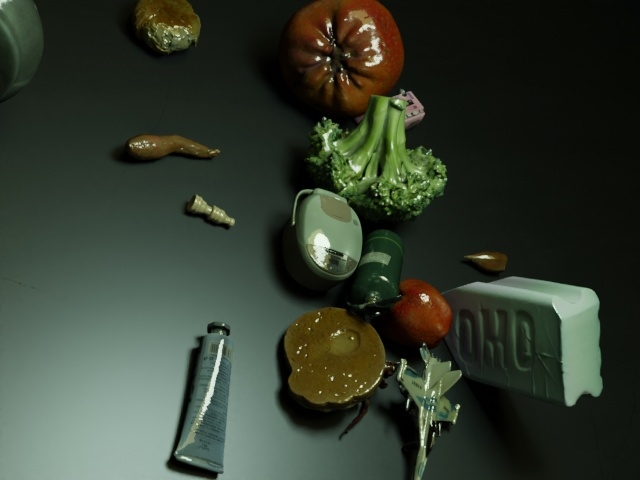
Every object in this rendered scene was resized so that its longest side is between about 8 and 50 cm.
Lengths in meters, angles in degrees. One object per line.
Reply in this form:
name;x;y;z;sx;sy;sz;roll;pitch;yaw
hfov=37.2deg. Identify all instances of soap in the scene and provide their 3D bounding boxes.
soap;0.375;0.180;1.839;0.115;0.347;0.208;-9;100;-33

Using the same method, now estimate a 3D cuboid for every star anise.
star anise;0.074;0.264;1.703;0.097;0.070;0.191;19;41;14

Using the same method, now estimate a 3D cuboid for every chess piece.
chess piece;-0.201;-0.051;1.774;0.092;0.035;0.035;27;44;-22

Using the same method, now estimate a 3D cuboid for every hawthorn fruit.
hawthorn fruit;0.053;-0.416;2.121;0.277;0.277;0.298;38;23;-6
hawthorn fruit;0.190;0.145;1.838;0.138;0.133;0.133;40;42;-7

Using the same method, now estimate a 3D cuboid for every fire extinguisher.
fire extinguisher;0.106;0.076;1.796;0.294;0.118;0.093;-70;141;-66

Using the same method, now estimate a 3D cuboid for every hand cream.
hand cream;-0.179;0.246;1.529;0.088;0.055;0.256;27;46;-28

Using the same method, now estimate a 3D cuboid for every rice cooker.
rice cooker;0.000;0.000;1.818;0.145;0.127;0.206;20;43;-25

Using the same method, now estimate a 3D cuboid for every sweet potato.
sweet potato;-0.284;-0.176;1.803;0.214;0.050;0.050;-4;59;-47
sweet potato;0.368;0.045;2.121;0.117;0.049;0.049;9;51;-27

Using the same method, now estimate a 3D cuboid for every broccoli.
broccoli;0.107;-0.160;1.969;0.288;0.235;0.260;-2;83;-43

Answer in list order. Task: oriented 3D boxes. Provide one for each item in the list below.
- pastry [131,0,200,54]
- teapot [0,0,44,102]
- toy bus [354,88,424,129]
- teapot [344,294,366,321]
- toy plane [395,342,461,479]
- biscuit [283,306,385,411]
pastry;-0.322;-0.452;1.973;0.153;0.081;0.153;18;51;-24
teapot;-0.641;-0.408;1.576;0.376;0.305;0.362;-3;44;-5
toy bus;0.168;-0.296;2.237;0.203;0.063;0.090;-25;74;-47
teapot;0.072;0.154;1.808;0.043;0.043;0.111;13;47;-30
toy plane;0.184;0.321;1.720;0.192;0.088;0.262;42;57;-34
biscuit;0.023;0.211;1.676;0.181;0.049;0.208;-7;46;-9
